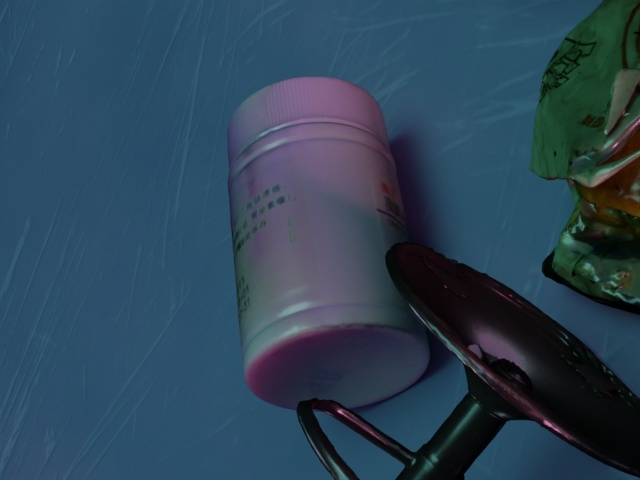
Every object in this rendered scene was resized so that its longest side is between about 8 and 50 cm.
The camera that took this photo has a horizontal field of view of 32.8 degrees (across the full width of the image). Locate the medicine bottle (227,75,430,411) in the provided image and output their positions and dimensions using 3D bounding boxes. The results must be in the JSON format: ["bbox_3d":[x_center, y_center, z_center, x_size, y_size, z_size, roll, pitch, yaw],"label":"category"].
[{"bbox_3d":[0.000,0.000,0.926,0.152,0.152,0.254,-34,48,35],"label":"medicine bottle"}]

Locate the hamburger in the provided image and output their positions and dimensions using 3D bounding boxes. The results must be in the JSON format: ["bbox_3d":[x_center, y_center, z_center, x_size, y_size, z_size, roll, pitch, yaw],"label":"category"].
[{"bbox_3d":[0.228,-0.087,0.702,0.260,0.150,0.276,-9,65,49],"label":"hamburger"}]

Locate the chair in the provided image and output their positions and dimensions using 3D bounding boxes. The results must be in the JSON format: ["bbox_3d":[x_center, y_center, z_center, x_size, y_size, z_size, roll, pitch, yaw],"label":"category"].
[{"bbox_3d":[0.024,0.222,0.726,0.401,0.226,0.226,-55,39,16],"label":"chair"}]
